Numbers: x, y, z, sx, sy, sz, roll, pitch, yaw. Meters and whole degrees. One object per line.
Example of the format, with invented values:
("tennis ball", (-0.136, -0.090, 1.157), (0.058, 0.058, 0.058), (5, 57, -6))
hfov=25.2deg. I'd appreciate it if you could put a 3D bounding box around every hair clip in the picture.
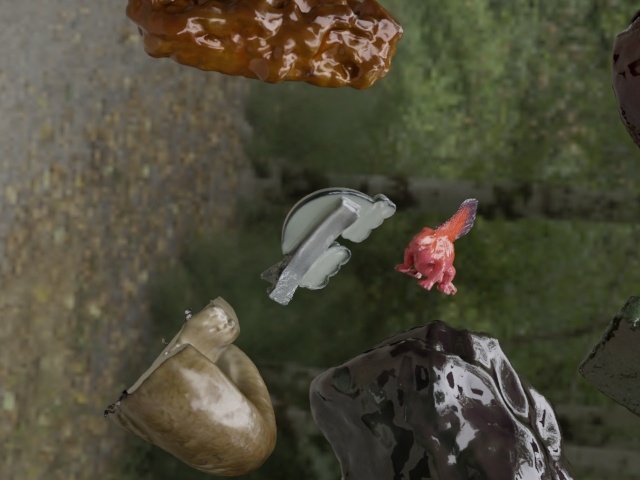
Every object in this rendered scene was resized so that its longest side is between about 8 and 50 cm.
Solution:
("hair clip", (0.000, 0.000, 2.119), (0.140, 0.220, 0.054), (33, 15, -35))

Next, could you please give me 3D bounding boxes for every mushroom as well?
("mushroom", (-0.105, 0.154, 1.389), (0.156, 0.151, 0.286), (-48, -177, 3))

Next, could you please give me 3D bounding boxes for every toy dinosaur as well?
("toy dinosaur", (0.181, 0.002, 2.005), (0.139, 0.070, 0.286), (-60, 161, 3))

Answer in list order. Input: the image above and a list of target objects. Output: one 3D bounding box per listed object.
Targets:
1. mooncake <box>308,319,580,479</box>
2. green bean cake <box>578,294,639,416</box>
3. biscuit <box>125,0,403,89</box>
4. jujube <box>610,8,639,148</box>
("mooncake", (0.165, 0.282, 1.652), (0.350, 0.212, 0.381), (8, 55, -62))
("green bean cake", (0.548, 0.198, 2.408), (0.094, 0.173, 0.181), (-43, 162, -40))
("biscuit", (-0.081, -0.273, 1.662), (0.312, 0.318, 0.111), (-118, -145, -63))
("jujube", (0.537, -0.198, 1.665), (0.258, 0.376, 0.258), (18, 69, -58))
